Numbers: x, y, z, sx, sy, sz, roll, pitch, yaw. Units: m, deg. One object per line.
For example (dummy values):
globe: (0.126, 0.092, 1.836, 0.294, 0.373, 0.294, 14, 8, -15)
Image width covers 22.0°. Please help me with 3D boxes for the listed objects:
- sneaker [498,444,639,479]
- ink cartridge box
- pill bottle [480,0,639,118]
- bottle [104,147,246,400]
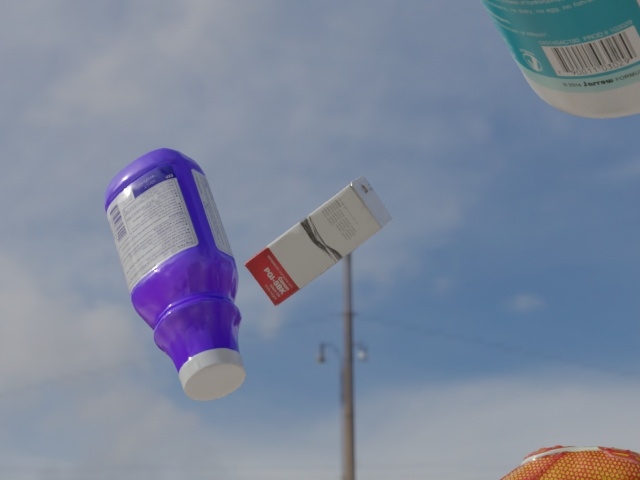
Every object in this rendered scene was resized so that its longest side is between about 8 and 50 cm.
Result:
sneaker: (0.065, 0.136, 0.676, 0.175, 0.064, 0.067, -24, 15, 15)
ink cartridge box: (0.000, 0.000, 1.647, 0.135, 0.056, 0.099, -37, 0, 12)
pill bottle: (0.134, -0.202, 0.915, 0.146, 0.146, 0.264, -12, -45, 27)
bottle: (-0.147, 0.036, 1.744, 0.118, 0.283, 0.092, -36, -37, 20)
